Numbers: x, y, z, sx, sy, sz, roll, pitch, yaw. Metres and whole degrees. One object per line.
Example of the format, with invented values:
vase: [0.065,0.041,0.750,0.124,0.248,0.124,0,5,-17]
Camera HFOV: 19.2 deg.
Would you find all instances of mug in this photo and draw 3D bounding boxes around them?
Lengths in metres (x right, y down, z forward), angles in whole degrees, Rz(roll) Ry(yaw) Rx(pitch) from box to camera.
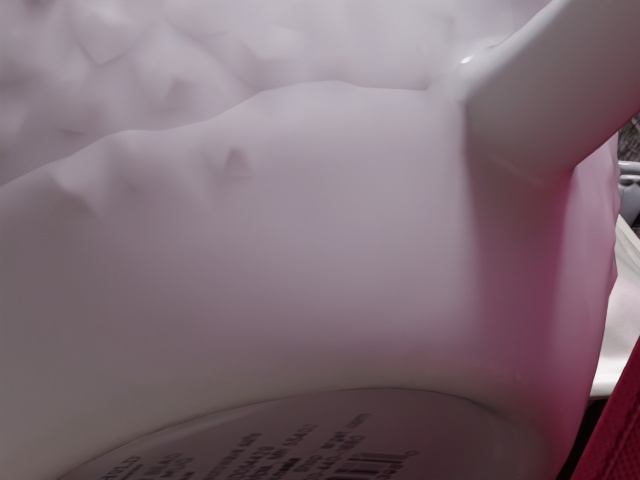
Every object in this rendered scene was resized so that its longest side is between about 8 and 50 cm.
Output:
mug: [-0.017,-0.085,0.552,0.276,0.374,0.328,17,48,-43]

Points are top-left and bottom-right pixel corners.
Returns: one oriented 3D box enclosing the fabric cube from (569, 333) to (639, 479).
fabric cube: [0.194,0.105,0.521,0.258,0.254,0.259,25,8,11]

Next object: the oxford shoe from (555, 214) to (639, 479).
oxford shoe: [0.050,0.031,0.778,0.449,0.169,0.130,40,18,14]

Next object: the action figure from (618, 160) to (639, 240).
action figure: [0.185,0.029,1.132,0.285,0.099,0.185,60,0,8]
